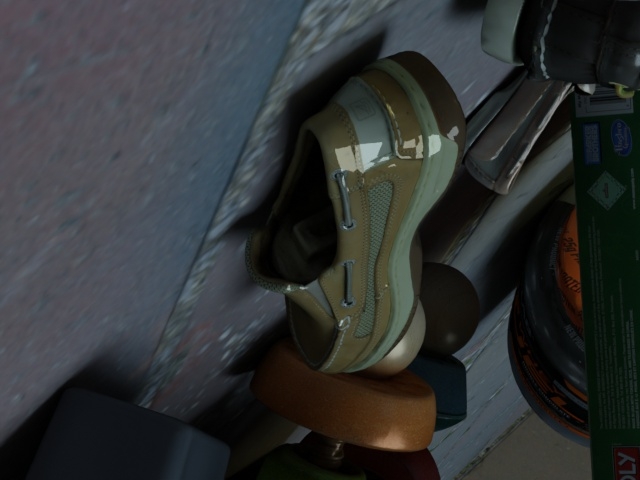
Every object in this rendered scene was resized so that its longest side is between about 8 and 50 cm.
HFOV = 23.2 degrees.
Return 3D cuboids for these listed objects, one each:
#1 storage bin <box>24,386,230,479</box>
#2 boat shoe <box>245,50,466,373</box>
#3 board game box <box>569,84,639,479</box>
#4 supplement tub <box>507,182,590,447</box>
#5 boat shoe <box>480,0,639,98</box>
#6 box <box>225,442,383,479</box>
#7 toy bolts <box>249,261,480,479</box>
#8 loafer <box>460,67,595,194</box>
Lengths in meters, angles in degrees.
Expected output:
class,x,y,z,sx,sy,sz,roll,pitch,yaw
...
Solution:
class,x,y,z,sx,sy,sz,roll,pitch,yaw
storage bin,-0.090,0.114,0.652,0.135,0.098,0.091,65,42,-76
boat shoe,0.000,0.000,0.636,0.072,0.068,0.190,-25,149,-25
board game box,0.197,0.044,0.923,0.046,0.317,0.213,-3,-178,20
supplement tub,0.263,0.056,1.278,0.207,0.207,0.338,-43,167,-8
boat shoe,0.148,-0.108,0.690,0.227,0.068,0.081,-28,139,-54
box,-0.022,0.415,0.890,0.480,0.297,0.472,-9,116,-75
toy bolts,0.069,0.103,0.896,0.228,0.218,0.158,-65,174,-82
loafer,0.121,-0.078,0.798,0.125,0.039,0.045,-47,166,8
